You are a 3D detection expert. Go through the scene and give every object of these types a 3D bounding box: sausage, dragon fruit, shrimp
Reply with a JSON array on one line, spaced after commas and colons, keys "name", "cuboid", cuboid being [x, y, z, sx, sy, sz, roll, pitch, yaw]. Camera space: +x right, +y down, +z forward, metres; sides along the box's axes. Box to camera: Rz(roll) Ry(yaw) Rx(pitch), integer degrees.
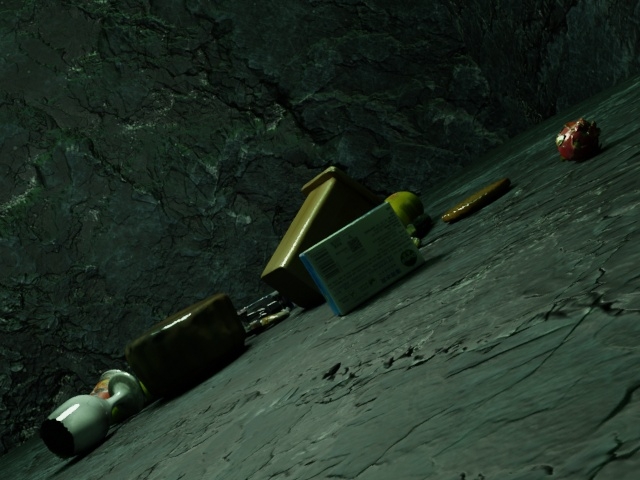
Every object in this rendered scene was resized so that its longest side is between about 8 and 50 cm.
[{"name": "sausage", "cuboid": [0.214, -0.061, 2.127, 0.123, 0.123, 0.347, -31, 3, 23]}, {"name": "dragon fruit", "cuboid": [0.515, -0.197, 1.527, 0.116, 0.086, 0.081, 132, 157, -67]}, {"name": "shrimp", "cuboid": [-0.150, 0.225, 2.011, 0.161, 0.034, 0.091, -24, -8, 16]}]

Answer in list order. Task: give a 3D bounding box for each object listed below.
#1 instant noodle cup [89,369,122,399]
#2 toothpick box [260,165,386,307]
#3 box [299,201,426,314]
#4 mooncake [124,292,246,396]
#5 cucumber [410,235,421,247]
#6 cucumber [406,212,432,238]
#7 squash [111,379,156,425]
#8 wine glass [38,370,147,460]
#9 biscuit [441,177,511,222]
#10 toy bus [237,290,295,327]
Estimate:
[{"name": "instant noodle cup", "cuboid": [-0.571, 0.433, 2.032, 0.127, 0.127, 0.135, -31, 9, 22]}, {"name": "toothpick box", "cuboid": [0.000, 0.000, 1.920, 0.187, 0.190, 0.308, -27, 31, 59]}, {"name": "box", "cuboid": [0.079, 0.034, 1.441, 0.194, 0.139, 0.073, -31, 0, -12]}, {"name": "mooncake", "cuboid": [-0.319, 0.254, 1.837, 0.290, 0.161, 0.290, -30, 2, 1]}, {"name": "cucumber", "cuboid": [0.212, 0.006, 1.783, 0.034, 0.033, 0.135, 6, 1, -1]}, {"name": "cucumber", "cuboid": [0.265, -0.041, 2.012, 0.257, 0.044, 0.043, -30, -44, -71]}, {"name": "squash", "cuboid": [-0.472, 0.404, 1.916, 0.201, 0.066, 0.066, -39, 3, -10]}, {"name": "wine glass", "cuboid": [-0.526, 0.405, 1.758, 0.126, 0.126, 0.241, -31, -1, 31]}, {"name": "biscuit", "cuboid": [0.381, -0.096, 1.844, 0.188, 0.027, 0.188, -32, 0, 0]}, {"name": "toy bus", "cuboid": [-0.157, 0.199, 2.109, 0.167, 0.073, 0.076, -28, -1, -1]}]
